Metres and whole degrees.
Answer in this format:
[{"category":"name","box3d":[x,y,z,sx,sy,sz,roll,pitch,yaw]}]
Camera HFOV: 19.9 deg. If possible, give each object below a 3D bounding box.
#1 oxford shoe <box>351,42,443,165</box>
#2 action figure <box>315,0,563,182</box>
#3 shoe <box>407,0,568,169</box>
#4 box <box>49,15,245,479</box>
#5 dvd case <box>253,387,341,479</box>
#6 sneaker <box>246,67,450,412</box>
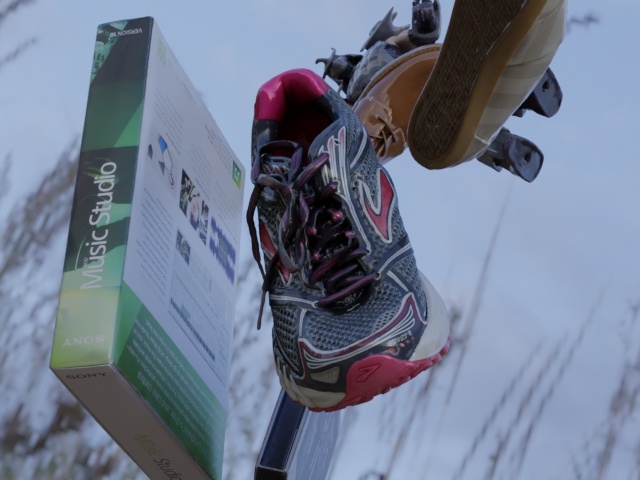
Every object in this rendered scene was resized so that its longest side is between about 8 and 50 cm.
[{"category":"oxford shoe","box3d":[0.056,-0.100,1.708,0.076,0.212,0.076,46,3,-16]},{"category":"action figure","box3d":[0.101,-0.152,1.806,0.285,0.185,0.099,19,-5,39]},{"category":"shoe","box3d":[0.132,-0.147,1.311,0.058,0.076,0.219,5,-58,-40]},{"category":"box","box3d":[-0.132,0.015,1.481,0.058,0.322,0.232,-8,-34,15]},{"category":"dvd case","box3d":[-0.015,0.164,1.444,0.029,0.239,0.179,11,-52,8]},{"category":"sneaker","box3d":[0.000,0.000,1.218,0.120,0.299,0.112,-23,-54,3]}]
